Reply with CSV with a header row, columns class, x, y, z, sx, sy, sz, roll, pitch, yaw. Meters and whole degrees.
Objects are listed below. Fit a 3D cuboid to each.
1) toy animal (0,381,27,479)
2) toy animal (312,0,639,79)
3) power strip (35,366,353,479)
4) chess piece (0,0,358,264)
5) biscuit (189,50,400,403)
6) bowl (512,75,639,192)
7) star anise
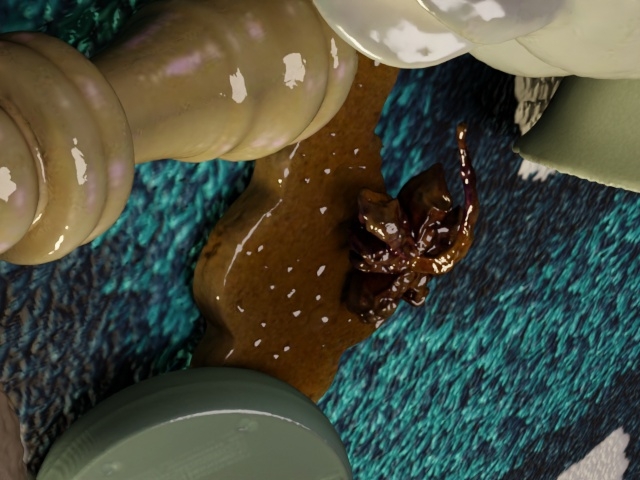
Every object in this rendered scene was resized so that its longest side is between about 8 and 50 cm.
class,x,y,z,sx,sy,sz,roll,pitch,yaw
toy animal,-0.253,0.117,0.509,0.226,0.188,0.358,-50,142,4
toy animal,0.129,-0.168,0.596,0.310,0.247,0.182,-64,155,-74
power strip,-0.106,0.170,0.759,0.253,0.054,0.167,-21,124,-7
chess piece,-0.132,-0.039,0.480,0.397,0.117,0.117,-35,141,-50
biscuit,-0.007,-0.002,0.783,0.183,0.047,0.319,-20,130,-38
bowl,0.367,-0.122,0.806,0.435,0.435,0.195,-1,104,-45
star anise,0.068,-0.014,0.756,0.097,0.070,0.190,-21,143,-20
